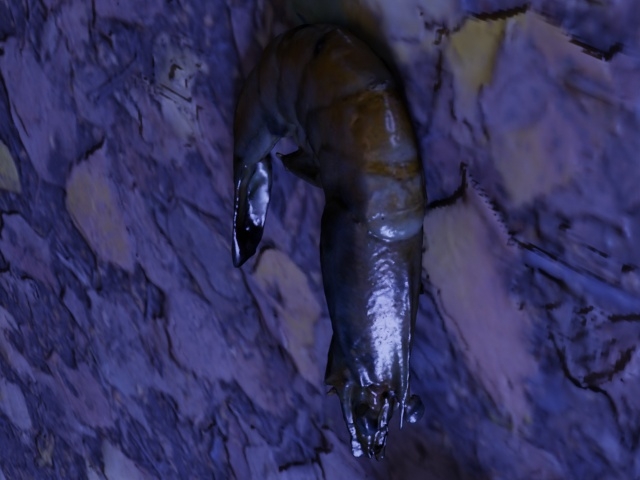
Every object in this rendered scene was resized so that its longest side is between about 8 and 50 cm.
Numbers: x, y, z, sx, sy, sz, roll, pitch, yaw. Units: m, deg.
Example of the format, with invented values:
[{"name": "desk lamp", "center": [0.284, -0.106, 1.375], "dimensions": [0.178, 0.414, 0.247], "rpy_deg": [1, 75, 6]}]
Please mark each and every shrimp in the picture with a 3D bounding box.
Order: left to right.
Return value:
[{"name": "shrimp", "center": [0.000, 0.000, 0.619], "dimensions": [0.150, 0.051, 0.217], "rpy_deg": [17, 115, 51]}]
